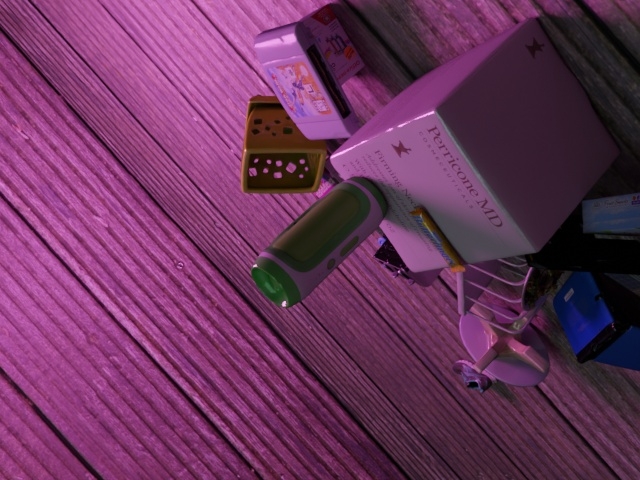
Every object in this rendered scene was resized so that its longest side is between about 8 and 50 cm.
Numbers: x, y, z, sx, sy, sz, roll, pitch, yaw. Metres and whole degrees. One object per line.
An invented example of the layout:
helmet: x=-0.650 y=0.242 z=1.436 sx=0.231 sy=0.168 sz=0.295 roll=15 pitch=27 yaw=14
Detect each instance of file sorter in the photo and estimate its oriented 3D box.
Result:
file sorter: x=0.447 y=0.062 z=1.808 sx=0.173 sy=0.193 sz=0.278 roll=26 pitch=148 yaw=31

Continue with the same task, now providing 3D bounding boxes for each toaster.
toaster: x=0.258 y=0.023 z=2.052 sx=0.110 sy=0.186 sz=0.168 roll=43 pitch=170 yaw=-31

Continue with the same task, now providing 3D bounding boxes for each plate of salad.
plate of salad: x=0.517 y=0.076 z=1.700 sx=0.048 sy=0.200 sz=0.200 roll=31 pitch=151 yaw=33

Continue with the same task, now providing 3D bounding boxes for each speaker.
speaker: x=0.000 y=0.000 z=1.515 sx=0.131 sy=0.296 sz=0.131 roll=36 pitch=153 yaw=22

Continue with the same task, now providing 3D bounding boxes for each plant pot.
plant pot: x=-0.110 y=-0.274 z=2.108 sx=0.228 sy=0.227 sz=0.207 roll=107 pitch=161 yaw=-63

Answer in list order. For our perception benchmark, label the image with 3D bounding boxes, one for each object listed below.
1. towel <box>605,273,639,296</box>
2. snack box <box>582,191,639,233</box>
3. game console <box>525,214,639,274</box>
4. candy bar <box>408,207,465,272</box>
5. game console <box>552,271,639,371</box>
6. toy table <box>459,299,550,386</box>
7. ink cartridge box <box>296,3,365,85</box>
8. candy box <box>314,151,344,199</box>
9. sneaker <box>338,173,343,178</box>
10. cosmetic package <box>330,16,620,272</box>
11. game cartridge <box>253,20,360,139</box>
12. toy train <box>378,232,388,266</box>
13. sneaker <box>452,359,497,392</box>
towel: x=0.752 y=0.075 z=1.433 sx=0.271 sy=0.040 sz=0.370 roll=32 pitch=159 yaw=-14
snack box: x=0.615 y=-0.046 z=1.377 sx=0.174 sy=0.207 sz=0.070 roll=-7 pitch=80 yaw=59
game console: x=0.513 y=0.000 z=1.514 sx=0.213 sy=0.361 sz=0.044 roll=4 pitch=105 yaw=10
candy bar: x=0.229 y=-0.001 z=1.485 sx=0.161 sy=0.018 sz=0.040 roll=52 pitch=154 yaw=-13
game console: x=0.691 y=0.183 z=1.745 sx=0.293 sy=0.173 sz=0.250 roll=85 pitch=167 yaw=-67
toy table: x=0.495 y=0.263 z=2.004 sx=0.274 sy=0.252 sz=0.161 roll=30 pitch=168 yaw=14
ink cartridge box: x=-0.006 y=-0.451 z=1.835 sx=0.176 sy=0.128 sz=0.127 roll=55 pitch=153 yaw=-19
candy box: x=0.074 y=-0.132 z=2.246 sx=0.233 sy=0.071 sz=0.159 roll=48 pitch=155 yaw=-2
sneaker: x=0.172 y=-0.159 z=2.030 sx=0.118 sy=0.110 sz=0.292 roll=52 pitch=164 yaw=-29
cosmetic package: x=0.300 y=-0.173 z=1.529 sx=0.329 sy=0.327 sz=0.393 roll=52 pitch=154 yaw=-11
game cartridge: x=-0.037 y=-0.368 z=1.794 sx=0.198 sy=0.062 sz=0.297 roll=1 pitch=131 yaw=49
toy train: x=0.231 y=0.034 z=2.238 sx=0.105 sy=0.080 sz=0.184 roll=25 pitch=148 yaw=27
sneaker: x=0.483 y=0.439 z=2.434 sx=0.166 sy=0.076 sz=0.065 roll=13 pitch=138 yaw=50
